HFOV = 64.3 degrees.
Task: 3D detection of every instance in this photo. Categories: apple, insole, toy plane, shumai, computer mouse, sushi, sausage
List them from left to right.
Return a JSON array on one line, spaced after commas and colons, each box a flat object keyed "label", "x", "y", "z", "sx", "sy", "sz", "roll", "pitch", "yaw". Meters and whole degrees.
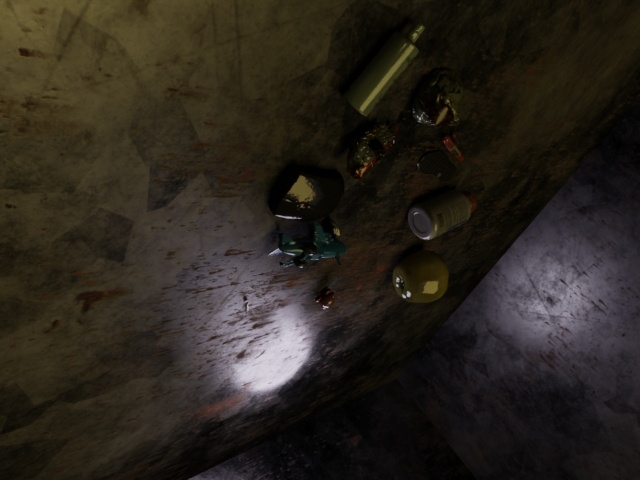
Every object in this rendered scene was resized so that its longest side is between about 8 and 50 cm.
[{"label": "toy plane", "x": -0.027, "y": 0.026, "z": 1.671, "sx": 0.271, "sy": 0.105, "sz": 0.254, "roll": 10, "pitch": 143, "yaw": -28}, {"label": "computer mouse", "x": -0.021, "y": -0.129, "z": 1.524, "sx": 0.269, "sy": 0.100, "sz": 0.170, "roll": -1, "pitch": 131, "yaw": -49}, {"label": "sushi", "x": 0.149, "y": -0.283, "z": 1.513, "sx": 0.226, "sy": 0.097, "sz": 0.103, "roll": -46, "pitch": 161, "yaw": -21}, {"label": "apple", "x": 0.472, "y": 0.178, "z": 2.398, "sx": 0.262, "sy": 0.262, "sz": 0.262, "roll": -29, "pitch": 150, "yaw": -19}, {"label": "insole", "x": 0.454, "y": -0.283, "z": 1.963, "sx": 0.110, "sy": 0.012, "sz": 0.309, "roll": -50, "pitch": 150, "yaw": 15}, {"label": "shumai", "x": 0.379, "y": -0.419, "z": 1.544, "sx": 0.184, "sy": 0.142, "sz": 0.184, "roll": -27, "pitch": 151, "yaw": -17}, {"label": "sausage", "x": 0.497, "y": -0.343, "z": 1.905, "sx": 0.034, "sy": 0.034, "sz": 0.253, "roll": -48, "pitch": 151, "yaw": 14}]

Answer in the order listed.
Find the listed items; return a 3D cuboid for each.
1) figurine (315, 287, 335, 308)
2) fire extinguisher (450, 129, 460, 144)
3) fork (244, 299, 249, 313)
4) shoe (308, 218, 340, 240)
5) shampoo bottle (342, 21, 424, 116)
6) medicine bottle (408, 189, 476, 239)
[{"label": "figurine", "x": 0.028, "y": 0.247, "z": 2.150, "sx": 0.083, "sy": 0.071, "sz": 0.067, "roll": -37, "pitch": -166, "yaw": 10}, {"label": "fire extinguisher", "x": 0.492, "y": -0.378, "z": 1.864, "sx": 0.083, "sy": 0.023, "sz": 0.028, "roll": 26, "pitch": 73, "yaw": -59}, {"label": "fork", "x": -0.265, "y": 0.237, "z": 1.847, "sx": 0.016, "sy": 0.012, "sz": 0.115, "roll": -24, "pitch": 153, "yaw": -20}, {"label": "shoe", "x": 0.000, "y": 0.000, "z": 1.770, "sx": 0.100, "sy": 0.071, "sz": 0.169, "roll": -10, "pitch": 141, "yaw": -33}, {"label": "shampoo bottle", "x": 0.171, "y": -0.448, "z": 1.313, "sx": 0.262, "sy": 0.085, "sz": 0.085, "roll": -49, "pitch": 150, "yaw": 15}, {"label": "medicine bottle", "x": 0.516, "y": -0.118, "z": 2.118, "sx": 0.289, "sy": 0.157, "sz": 0.157, "roll": -22, "pitch": 147, "yaw": -29}]
